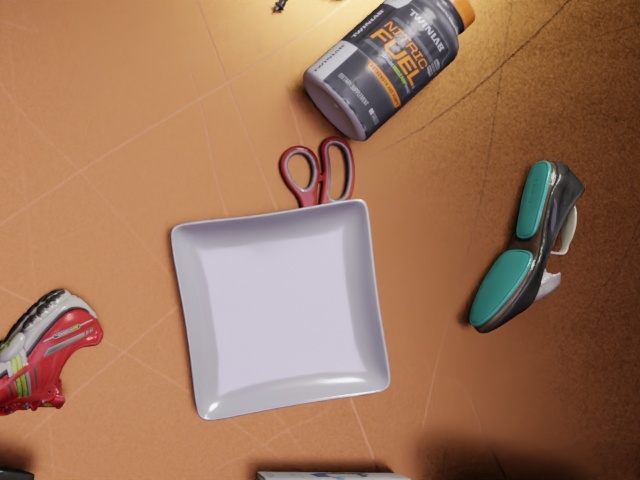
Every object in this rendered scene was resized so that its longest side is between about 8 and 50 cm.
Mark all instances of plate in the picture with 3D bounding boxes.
[{"bbox_3d":[-0.055,0.095,1.680,0.277,0.045,0.278,-9,94,-8],"label":"plate"}]

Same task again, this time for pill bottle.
[{"bbox_3d":[0.103,-0.264,1.682,0.246,0.130,0.130,-43,98,-9],"label":"pill bottle"}]

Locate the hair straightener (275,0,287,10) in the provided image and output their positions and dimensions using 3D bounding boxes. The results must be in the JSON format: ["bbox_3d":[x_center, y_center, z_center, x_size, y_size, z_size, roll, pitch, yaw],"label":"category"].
[{"bbox_3d":[-0.062,-0.371,1.689,0.231,0.047,0.089,6,88,-12],"label":"hair straightener"}]

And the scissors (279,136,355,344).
[{"bbox_3d":[0.000,0.000,1.714,0.109,0.021,0.297,-2,90,-12],"label":"scissors"}]

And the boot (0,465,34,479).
[{"bbox_3d":[-0.538,0.418,1.538,0.348,0.131,0.260,-3,84,-1],"label":"boot"}]

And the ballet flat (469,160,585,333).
[{"bbox_3d":[0.315,0.020,1.748,0.096,0.095,0.280,27,84,-23],"label":"ballet flat"}]

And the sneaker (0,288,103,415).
[{"bbox_3d":[-0.398,0.195,1.589,0.118,0.107,0.279,45,82,-15],"label":"sneaker"}]

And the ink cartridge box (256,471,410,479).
[{"bbox_3d":[0.017,0.405,1.676,0.213,0.093,0.154,2,87,-11],"label":"ink cartridge box"}]
